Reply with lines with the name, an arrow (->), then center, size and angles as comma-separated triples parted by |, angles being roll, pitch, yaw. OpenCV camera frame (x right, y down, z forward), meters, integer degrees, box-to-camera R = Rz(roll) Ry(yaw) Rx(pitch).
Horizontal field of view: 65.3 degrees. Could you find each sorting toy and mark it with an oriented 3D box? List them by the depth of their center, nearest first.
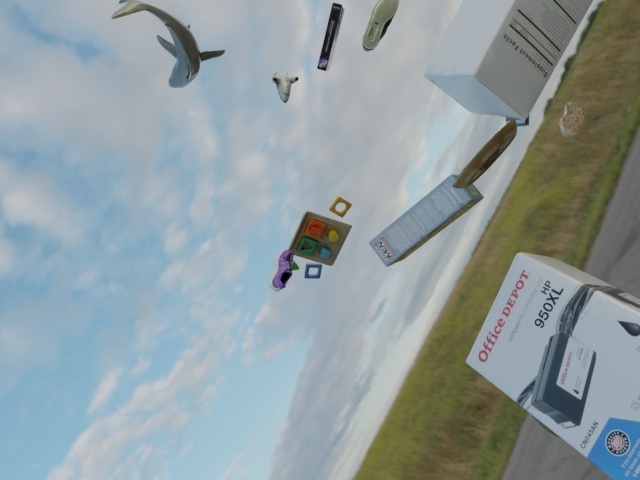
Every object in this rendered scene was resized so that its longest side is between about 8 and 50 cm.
sorting toy -> 0.000, 0.000, 1.795 | 0.347, 0.196, 0.047 | -65, 23, 22

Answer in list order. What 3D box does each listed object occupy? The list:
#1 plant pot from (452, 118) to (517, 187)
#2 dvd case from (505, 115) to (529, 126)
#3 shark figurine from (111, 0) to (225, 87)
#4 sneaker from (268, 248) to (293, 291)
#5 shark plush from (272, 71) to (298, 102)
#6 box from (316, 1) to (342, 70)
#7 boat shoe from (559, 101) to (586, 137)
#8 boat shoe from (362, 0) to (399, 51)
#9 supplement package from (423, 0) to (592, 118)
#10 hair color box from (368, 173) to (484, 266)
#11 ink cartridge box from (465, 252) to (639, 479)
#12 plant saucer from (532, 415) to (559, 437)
plant pot -> 0.455, -0.226, 1.362 | 0.236, 0.032, 0.236 | -43, -14, -13
dvd case -> 0.621, -0.473, 1.590 | 0.164, 0.018, 0.221 | -90, -7, -80
shark figurine -> -0.314, -0.414, 1.088 | 0.278, 0.166, 0.116 | 63, -158, -67
sneaker -> -0.117, 0.102, 1.717 | 0.068, 0.071, 0.169 | 43, -134, -34
shark plush -> -0.121, -0.451, 1.448 | 0.073, 0.161, 0.067 | -12, -57, -23
box -> 0.027, -0.526, 1.300 | 0.116, 0.029, 0.162 | -74, 1, -70
boat shoe -> 0.691, -0.320, 1.373 | 0.170, 0.063, 0.059 | -54, -27, -42
boat shoe -> 0.225, -0.833, 1.900 | 0.233, 0.084, 0.079 | -63, -1, 5
supplement package -> 0.389, -0.428, 1.042 | 0.175, 0.177, 0.292 | 25, -84, -28
hair color box -> 0.364, -0.069, 1.727 | 0.374, 0.113, 0.185 | -41, -14, 26
ink cartridge box -> 0.527, 0.234, 0.984 | 0.166, 0.395, 0.285 | 9, -72, -37
plant saucer -> 0.629, 0.383, 1.178 | 0.041, 0.278, 0.277 | -48, -23, -58
